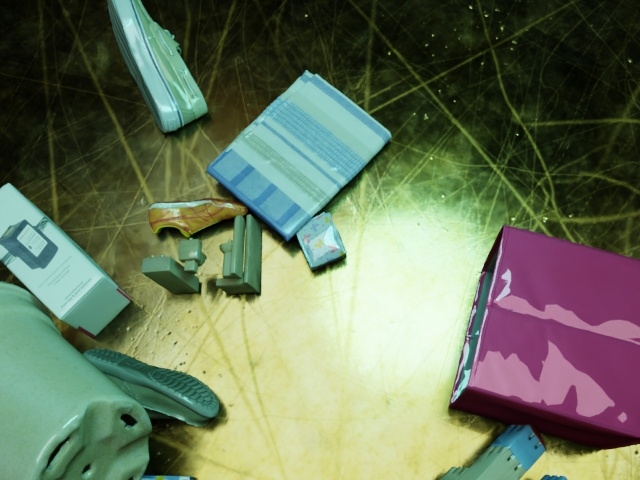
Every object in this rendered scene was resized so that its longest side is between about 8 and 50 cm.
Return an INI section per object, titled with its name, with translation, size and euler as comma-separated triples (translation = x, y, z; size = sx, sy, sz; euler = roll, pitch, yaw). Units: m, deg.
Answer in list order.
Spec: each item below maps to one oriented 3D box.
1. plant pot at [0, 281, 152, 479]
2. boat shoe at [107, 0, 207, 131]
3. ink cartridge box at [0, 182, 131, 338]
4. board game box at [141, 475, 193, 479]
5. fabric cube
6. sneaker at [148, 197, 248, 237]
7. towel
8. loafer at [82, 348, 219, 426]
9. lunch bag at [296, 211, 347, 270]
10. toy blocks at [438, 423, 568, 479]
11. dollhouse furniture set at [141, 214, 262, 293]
[plant pot]
translation = -0.421, 0.265, 1.230
size = 0.306, 0.334, 0.333
euler = 21, 74, 31
[boat shoe]
translation = -0.304, -0.340, 1.587
size = 0.094, 0.109, 0.302
euler = -22, 82, -20
[ink cartridge box]
translation = -0.447, 0.037, 1.430
size = 0.237, 0.172, 0.100
euler = 41, 79, 14
[board game box]
translation = -0.276, 0.474, 1.357
size = 0.136, 0.035, 0.201
euler = 0, 73, 3
[fabric cube]
translation = 0.359, 0.155, 1.308
size = 0.258, 0.254, 0.259
euler = 14, 74, 8
[sneaker]
translation = -0.212, -0.041, 1.509
size = 0.175, 0.064, 0.067
euler = -5, 95, 6
[towel]
translation = -0.036, -0.155, 1.521
size = 0.209, 0.034, 0.285
euler = 39, 71, 14
[loafer]
translation = -0.282, 0.253, 1.408
size = 0.251, 0.094, 0.087
euler = 18, 99, 18
[lunch bag]
translation = 0.000, 0.000, 1.481
size = 0.071, 0.053, 0.083
euler = -24, 83, -2
[toy blocks]
translation = 0.290, 0.451, 1.254
size = 0.261, 0.191, 0.381
euler = -38, 95, -26
[dollhouse furniture set]
translation = -0.196, 0.014, 1.453
size = 0.151, 0.144, 0.123
euler = -5, 67, 17
